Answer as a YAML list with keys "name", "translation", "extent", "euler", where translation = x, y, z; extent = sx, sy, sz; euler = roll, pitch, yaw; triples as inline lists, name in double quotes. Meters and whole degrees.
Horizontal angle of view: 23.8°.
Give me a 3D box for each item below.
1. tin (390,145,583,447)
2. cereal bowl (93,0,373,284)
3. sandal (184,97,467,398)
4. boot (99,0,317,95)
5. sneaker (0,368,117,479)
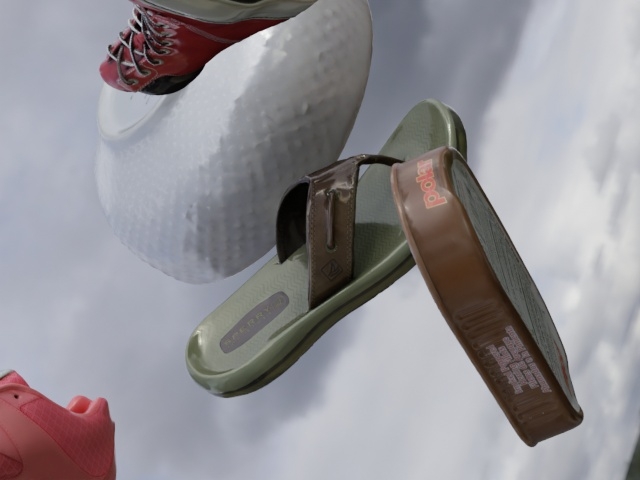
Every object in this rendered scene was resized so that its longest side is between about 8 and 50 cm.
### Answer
- name: "tin"
  translation: [0.091, 0.031, 0.805]
  extent: [0.190, 0.040, 0.106]
  euler: [56, -159, -38]
- name: "cereal bowl"
  translation: [-0.111, -0.138, 1.444]
  extent: [0.141, 0.339, 0.339]
  euler: [28, -104, -31]
- name: "sandal"
  translation: [0.000, 0.001, 1.207]
  extent: [0.303, 0.120, 0.086]
  euler: [-45, -57, 0]
- name: "boot"
  translation: [-0.126, -0.163, 1.136]
  extent: [0.244, 0.176, 0.088]
  euler: [-6, -112, -63]
- name: "sneaker"
  translation: [-0.287, 0.167, 1.214]
  extent: [0.314, 0.116, 0.136]
  euler: [14, -102, -49]
